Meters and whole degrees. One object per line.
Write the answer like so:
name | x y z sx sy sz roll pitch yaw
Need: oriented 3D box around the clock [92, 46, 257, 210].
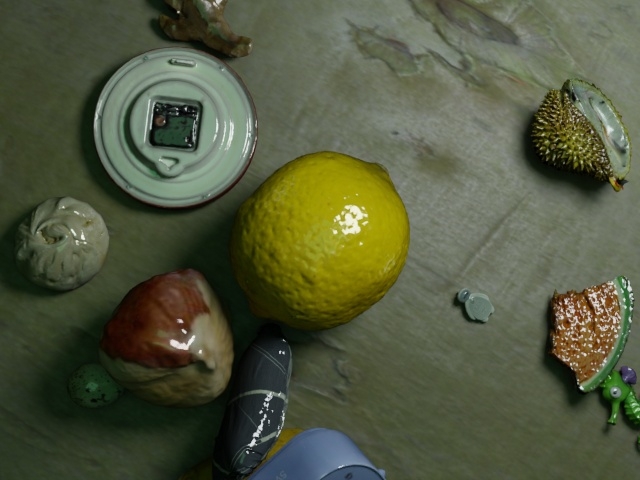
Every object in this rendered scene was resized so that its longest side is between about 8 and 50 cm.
clock | -0.278 -0.217 1.877 0.318 0.080 0.318 1 84 -5

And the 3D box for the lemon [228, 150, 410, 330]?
lemon | -0.002 0.001 1.763 0.336 0.336 0.336 0 85 -4

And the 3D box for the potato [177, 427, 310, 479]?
potato | -0.129 0.456 1.795 0.300 0.140 0.173 -20 71 -11

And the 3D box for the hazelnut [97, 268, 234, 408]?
hazelnut | -0.263 0.186 1.763 0.261 0.241 0.261 -4 95 -48

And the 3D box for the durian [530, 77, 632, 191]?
durian | 0.505 -0.184 1.898 0.193 0.138 0.237 5 59 -42

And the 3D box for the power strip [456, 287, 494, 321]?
power strip | 0.302 0.125 1.919 0.083 0.035 0.055 37 83 -14

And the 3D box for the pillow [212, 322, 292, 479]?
pillow | -0.120 0.290 1.750 0.093 0.161 0.335 27 51 -18

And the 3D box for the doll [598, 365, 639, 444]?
doll | 0.614 0.333 1.911 0.190 0.050 0.115 43 79 -2

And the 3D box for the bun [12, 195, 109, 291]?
bun | -0.487 0.007 1.829 0.183 0.102 0.183 0 87 -6

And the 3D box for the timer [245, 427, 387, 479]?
timer | -0.010 0.550 1.698 0.395 0.173 0.395 -13 119 -25

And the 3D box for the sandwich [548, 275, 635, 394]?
sandwich | 0.525 0.185 1.909 0.159 0.079 0.235 4 81 6

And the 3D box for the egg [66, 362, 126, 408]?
egg | -0.416 0.269 1.818 0.110 0.085 0.085 -10 85 -13

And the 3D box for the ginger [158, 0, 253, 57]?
ginger | -0.254 -0.497 1.910 0.166 0.080 0.333 -19 93 9
